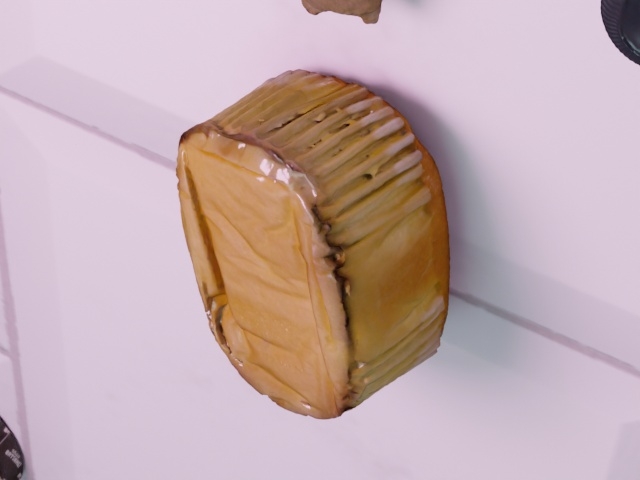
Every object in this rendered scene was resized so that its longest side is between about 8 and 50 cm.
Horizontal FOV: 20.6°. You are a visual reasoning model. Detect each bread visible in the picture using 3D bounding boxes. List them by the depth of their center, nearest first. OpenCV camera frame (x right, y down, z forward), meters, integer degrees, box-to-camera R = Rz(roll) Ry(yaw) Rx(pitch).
[{"bbox_3d":[0.000,0.000,0.968,0.132,0.114,0.190,22,133,34],"label":"bread"}]

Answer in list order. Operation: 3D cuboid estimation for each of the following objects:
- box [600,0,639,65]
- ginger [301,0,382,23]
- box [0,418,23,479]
[{"bbox_3d":[0.198,-0.139,0.678,0.144,0.090,0.201,27,141,13],"label":"box"},{"bbox_3d":[0.013,-0.173,0.824,0.069,0.051,0.173,27,143,9],"label":"ginger"},{"bbox_3d":[-0.338,0.193,1.419,0.151,0.135,0.151,21,140,19],"label":"box"}]
